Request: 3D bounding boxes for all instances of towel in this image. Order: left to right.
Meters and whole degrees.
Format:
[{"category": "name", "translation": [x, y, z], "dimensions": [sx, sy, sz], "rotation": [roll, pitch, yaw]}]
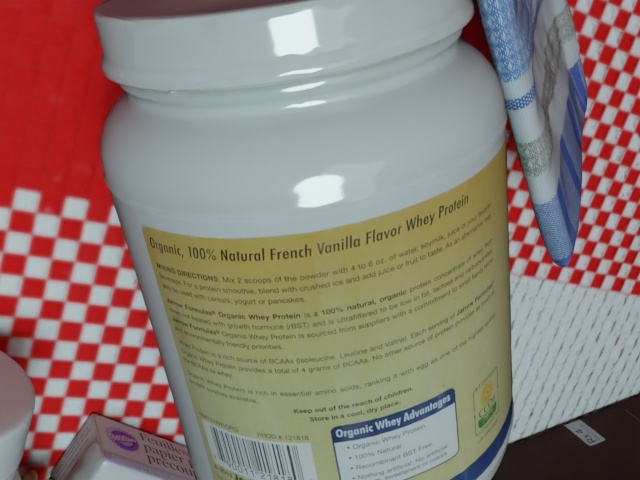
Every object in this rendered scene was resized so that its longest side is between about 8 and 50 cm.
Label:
[{"category": "towel", "translation": [0.143, -0.153, 0.483], "dimensions": [0.034, 0.209, 0.285], "rotation": [-7, 128, 26]}]

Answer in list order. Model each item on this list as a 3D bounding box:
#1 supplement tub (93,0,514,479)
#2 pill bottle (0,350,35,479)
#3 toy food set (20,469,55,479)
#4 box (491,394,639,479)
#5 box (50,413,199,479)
[{"category": "supplement tub", "translation": [0.000, 0.000, 0.443], "dimensions": [0.228, 0.228, 0.316], "rotation": [-18, 119, -17]}, {"category": "pill bottle", "translation": [-0.280, 0.207, 0.440], "dimensions": [0.161, 0.161, 0.283], "rotation": [14, 106, -30]}, {"category": "toy food set", "translation": [-0.215, 0.209, 0.517], "dimensions": [0.020, 0.082, 0.083], "rotation": [20, 59, -27]}, {"category": "box", "translation": [0.290, 0.296, 0.739], "dimensions": [0.381, 0.191, 0.143], "rotation": [-15, 118, -20]}, {"category": "box", "translation": [-0.067, 0.239, 0.615], "dimensions": [0.324, 0.063, 0.067], "rotation": [33, 94, -33]}]
